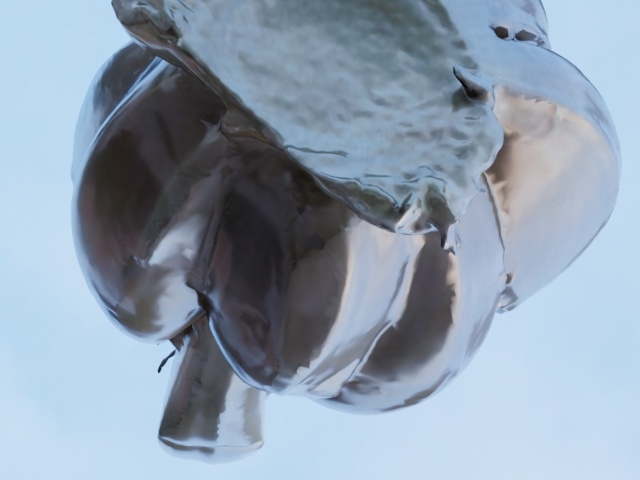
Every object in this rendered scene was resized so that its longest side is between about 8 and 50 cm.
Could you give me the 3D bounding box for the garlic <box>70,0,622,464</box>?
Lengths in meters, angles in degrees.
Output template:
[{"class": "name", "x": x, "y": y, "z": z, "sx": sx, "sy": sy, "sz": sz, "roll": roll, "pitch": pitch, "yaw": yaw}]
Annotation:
[{"class": "garlic", "x": 0.000, "y": 0.000, "z": 0.486, "sx": 0.131, "sy": 0.127, "sz": 0.194, "roll": 24, "pitch": -43, "yaw": 12}]
